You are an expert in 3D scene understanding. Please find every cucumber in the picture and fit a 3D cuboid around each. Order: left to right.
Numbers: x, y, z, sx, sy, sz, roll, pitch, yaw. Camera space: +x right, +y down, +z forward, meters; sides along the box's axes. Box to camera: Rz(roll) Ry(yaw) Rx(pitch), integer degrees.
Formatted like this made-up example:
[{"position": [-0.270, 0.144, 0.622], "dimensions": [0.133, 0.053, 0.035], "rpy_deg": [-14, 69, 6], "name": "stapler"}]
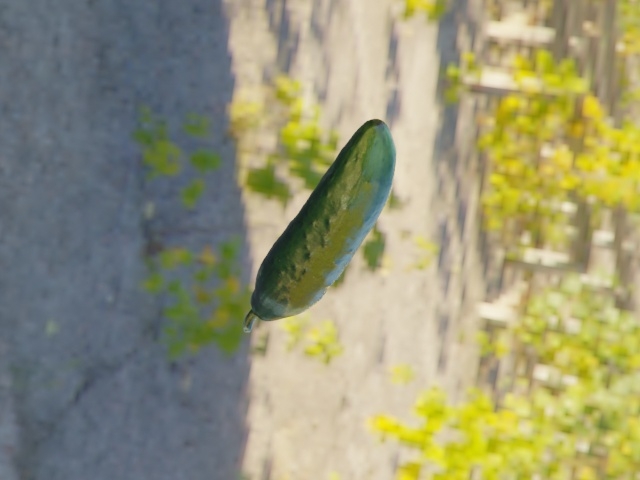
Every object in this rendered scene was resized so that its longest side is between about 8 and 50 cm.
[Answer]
[{"position": [0.000, 0.000, 1.405], "dimensions": [0.250, 0.056, 0.056], "rpy_deg": [-55, -178, 45], "name": "cucumber"}]
